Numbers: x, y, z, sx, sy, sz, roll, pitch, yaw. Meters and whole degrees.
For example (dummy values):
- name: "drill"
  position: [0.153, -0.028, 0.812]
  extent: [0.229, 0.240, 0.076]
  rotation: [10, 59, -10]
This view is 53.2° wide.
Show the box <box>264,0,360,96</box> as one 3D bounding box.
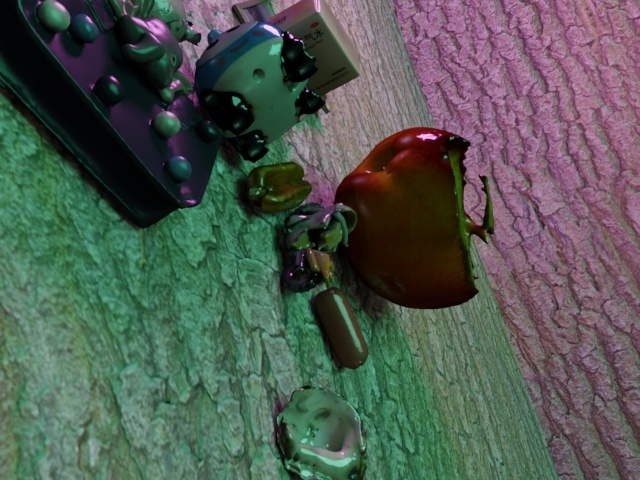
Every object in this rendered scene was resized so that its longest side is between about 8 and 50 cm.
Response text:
- name: "box"
  position: [-0.051, -0.368, 1.281]
  extent: [0.168, 0.212, 0.095]
  rotation: [48, 30, -38]

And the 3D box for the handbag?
- name: "handbag"
  position: [-0.254, -0.207, 0.824]
  extent: [0.325, 0.119, 0.269]
  rotation: [54, 25, -31]

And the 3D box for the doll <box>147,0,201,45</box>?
- name: "doll"
  position: [-0.267, -0.368, 0.966]
  extent: [0.192, 0.095, 0.149]
  rotation: [58, 22, -14]

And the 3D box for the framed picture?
- name: "framed picture"
  position: [-0.093, -0.429, 1.499]
  extent: [0.289, 0.016, 0.213]
  rotation: [60, 24, -16]

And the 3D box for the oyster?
- name: "oyster"
  position: [0.005, 0.312, 0.957]
  extent: [0.163, 0.081, 0.191]
  rotation: [-6, 71, -38]

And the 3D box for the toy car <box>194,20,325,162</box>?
- name: "toy car"
  position: [-0.119, -0.264, 1.061]
  extent: [0.190, 0.188, 0.255]
  rotation: [50, -2, 14]

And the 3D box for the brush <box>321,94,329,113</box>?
- name: "brush"
  position: [-0.045, -0.369, 1.475]
  extent: [0.282, 0.048, 0.054]
  rotation: [34, 41, -63]

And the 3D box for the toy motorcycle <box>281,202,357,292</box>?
- name: "toy motorcycle"
  position: [0.000, 0.000, 1.152]
  extent: [0.229, 0.130, 0.094]
  rotation: [-85, 164, -48]

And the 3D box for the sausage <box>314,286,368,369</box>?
- name: "sausage"
  position: [0.039, 0.161, 1.173]
  extent: [0.154, 0.062, 0.062]
  rotation: [66, 23, 2]

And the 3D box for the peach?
- name: "peach"
  position: [0.193, -0.046, 1.374]
  extent: [0.335, 0.310, 0.405]
  rotation: [-69, 146, -43]

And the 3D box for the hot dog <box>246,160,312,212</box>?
- name: "hot dog"
  position: [-0.078, -0.096, 1.160]
  extent: [0.092, 0.062, 0.236]
  rotation: [67, 20, 0]
